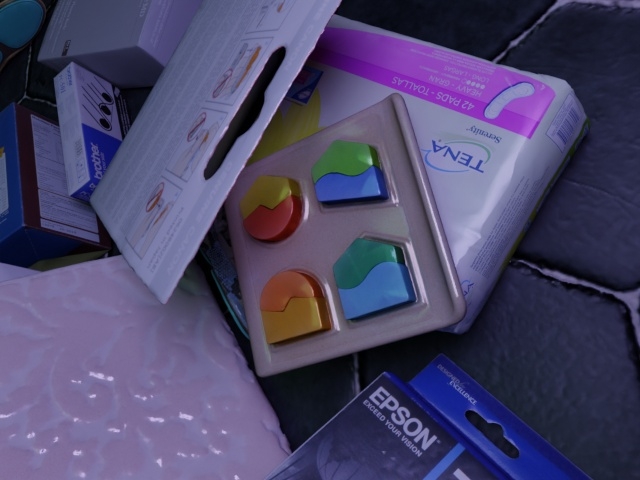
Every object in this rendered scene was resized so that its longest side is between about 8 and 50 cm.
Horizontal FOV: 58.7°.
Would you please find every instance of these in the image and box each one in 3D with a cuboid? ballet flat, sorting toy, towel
[{"bbox_3d":[-0.597,-0.376,1.056,0.232,0.080,0.073,-40,44,14],"label":"ballet flat"},{"bbox_3d":[0.000,0.000,0.477,0.208,0.038,0.192,-23,72,30],"label":"sorting toy"},{"bbox_3d":[-0.218,0.158,0.548,0.331,0.317,0.053,56,145,32],"label":"towel"},{"bbox_3d":[-0.096,0.022,0.639,0.070,0.070,0.188,-43,61,14],"label":"ballet flat"}]

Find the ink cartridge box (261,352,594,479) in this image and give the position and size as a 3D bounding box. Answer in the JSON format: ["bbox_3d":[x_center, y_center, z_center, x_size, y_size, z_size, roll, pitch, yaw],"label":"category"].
[{"bbox_3d":[0.033,0.218,0.401,0.333,0.065,0.165,-37,53,-22],"label":"ink cartridge box"}]

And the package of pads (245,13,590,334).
[{"bbox_3d":[0.058,-0.072,0.546,0.297,0.101,0.229,31,93,35],"label":"package of pads"}]

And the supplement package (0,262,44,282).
[{"bbox_3d":[-0.441,0.154,0.737,0.293,0.178,0.175,-15,68,27],"label":"supplement package"}]

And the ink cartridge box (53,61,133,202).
[{"bbox_3d":[-0.307,-0.141,0.793,0.046,0.097,0.207,-30,63,22],"label":"ink cartridge box"}]

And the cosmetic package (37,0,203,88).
[{"bbox_3d":[-0.285,-0.297,0.824,0.238,0.107,0.127,4,75,35],"label":"cosmetic package"}]

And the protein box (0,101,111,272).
[{"bbox_3d":[-0.432,-0.045,0.817,0.200,0.136,0.201,-29,63,22],"label":"protein box"}]

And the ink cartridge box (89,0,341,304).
[{"bbox_3d":[-0.099,-0.117,0.576,0.308,0.091,0.385,-60,33,-1],"label":"ink cartridge box"}]
